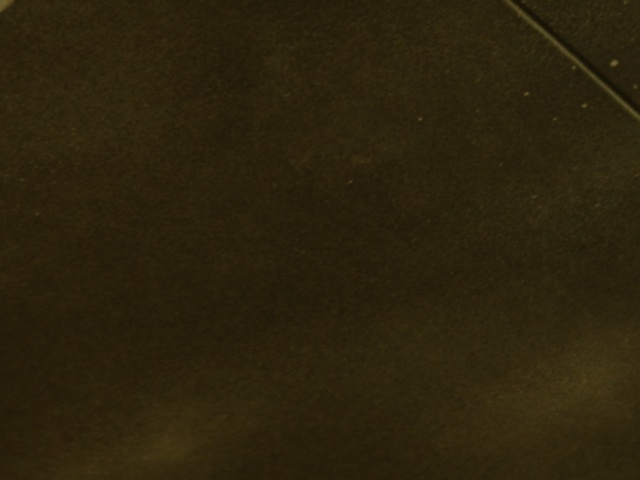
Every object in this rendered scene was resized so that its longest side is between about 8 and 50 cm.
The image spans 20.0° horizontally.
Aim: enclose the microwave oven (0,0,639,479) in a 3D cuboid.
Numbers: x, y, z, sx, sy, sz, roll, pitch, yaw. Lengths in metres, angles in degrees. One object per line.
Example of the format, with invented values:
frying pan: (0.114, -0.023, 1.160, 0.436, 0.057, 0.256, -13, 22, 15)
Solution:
microwave oven: (0.000, 0.000, 0.650, 0.374, 0.432, 0.236, -41, 39, 18)
